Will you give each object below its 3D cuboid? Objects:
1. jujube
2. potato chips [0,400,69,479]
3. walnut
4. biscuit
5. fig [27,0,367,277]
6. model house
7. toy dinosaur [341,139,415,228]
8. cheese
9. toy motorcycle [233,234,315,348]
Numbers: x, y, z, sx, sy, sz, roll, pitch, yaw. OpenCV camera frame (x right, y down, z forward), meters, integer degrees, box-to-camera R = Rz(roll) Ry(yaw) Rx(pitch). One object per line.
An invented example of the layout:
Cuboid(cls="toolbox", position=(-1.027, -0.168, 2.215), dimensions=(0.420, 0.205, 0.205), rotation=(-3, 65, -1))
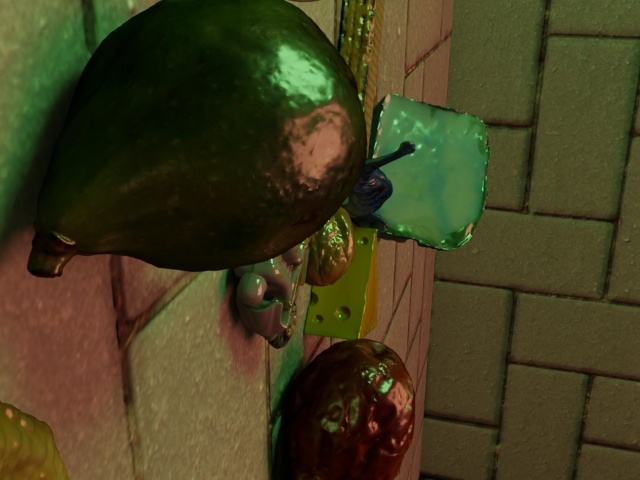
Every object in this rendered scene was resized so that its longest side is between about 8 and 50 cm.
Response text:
Cuboid(cls="jujube", position=(0.035, 0.281, 1.108), dimensions=(0.197, 0.197, 0.290), rotation=(-49, 159, -65))
Cuboid(cls="potato chips", position=(-0.210, 0.086, 0.309), dimensions=(0.407, 0.057, 0.080), rotation=(57, 38, -68))
Cuboid(cls="walnut", position=(0.000, 0.000, 1.007), dimensions=(0.105, 0.105, 0.124), rotation=(-10, 101, -75))
Cuboid(cls="biscuit", position=(0.066, -0.322, 1.198), dimensions=(0.094, 0.054, 0.378), rotation=(1, 95, -77))
Cuboid(cls="fig", position=(-0.087, -0.060, 0.491), dimensions=(0.245, 0.195, 0.195), rotation=(-34, 133, -42))
Cuboid(cls="model house", position=(0.167, -0.110, 1.442), dimensions=(0.241, 0.226, 0.261), rotation=(163, -62, -73))
Cuboid(cls="toy dinosaur", position=(0.053, -0.087, 1.144), dimensions=(0.329, 0.144, 0.076), rotation=(95, 3, -69))
Cuboid(cls="cheese", position=(0.040, 0.061, 1.194), dimensions=(0.126, 0.093, 0.171), rotation=(-10, 106, -72))
Cuboid(cls="toy motorcycle", position=(-0.054, 0.025, 0.857), dimensions=(0.152, 0.073, 0.225), rotation=(-19, 115, -71))
